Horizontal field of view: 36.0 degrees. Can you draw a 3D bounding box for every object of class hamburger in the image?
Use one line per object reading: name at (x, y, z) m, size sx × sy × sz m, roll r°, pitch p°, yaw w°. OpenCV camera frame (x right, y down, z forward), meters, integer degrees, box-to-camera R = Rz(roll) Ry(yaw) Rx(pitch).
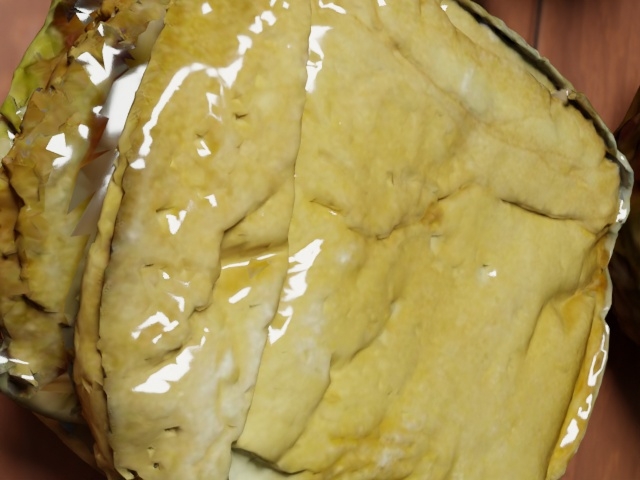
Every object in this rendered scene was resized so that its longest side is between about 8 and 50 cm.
hamburger at (0.001, 0.000, 0.418) m, size 0.283 × 0.144 × 0.260 m, roll 36°, pitch 72°, yaw -39°

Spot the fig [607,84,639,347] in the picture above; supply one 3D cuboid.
fig at (0.361, 0.003, 0.569) m, size 0.286 × 0.368 × 0.286 m, roll -19°, pitch 118°, yaw -39°
